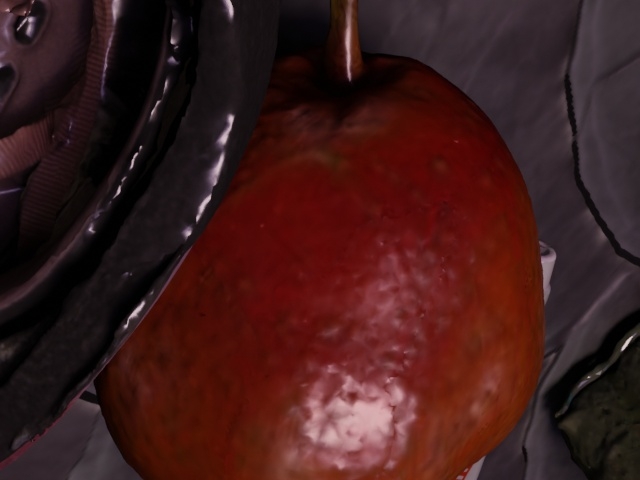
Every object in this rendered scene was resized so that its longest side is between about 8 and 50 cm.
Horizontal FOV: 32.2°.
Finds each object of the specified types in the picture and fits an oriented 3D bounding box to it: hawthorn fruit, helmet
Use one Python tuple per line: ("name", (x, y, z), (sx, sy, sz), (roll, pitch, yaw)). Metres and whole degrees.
("hawthorn fruit", (0.000, 0.000, 0.450), (0.197, 0.196, 0.225), (-5, 115, -25))
("helmet", (-0.114, -0.066, 0.371), (0.198, 0.154, 0.253), (26, 119, 0))

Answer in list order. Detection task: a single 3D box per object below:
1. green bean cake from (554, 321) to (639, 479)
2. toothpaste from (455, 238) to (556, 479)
("green bean cake", (0.308, 0.121, 0.721), (0.241, 0.132, 0.255), (-46, 131, 6))
("toothpaste", (0.093, 0.094, 0.658), (0.052, 0.033, 0.218), (1, 124, -23))
